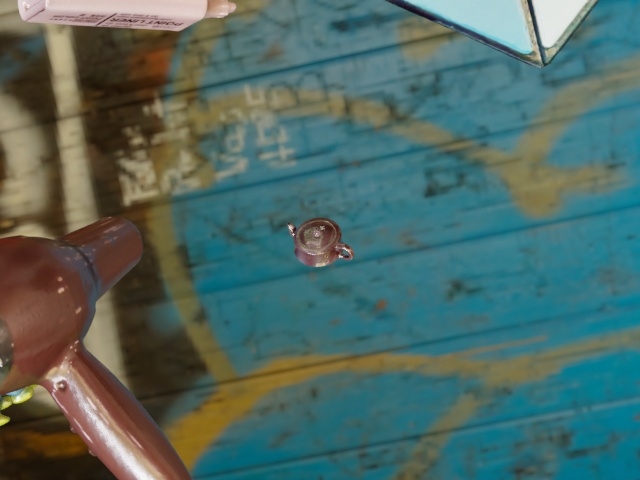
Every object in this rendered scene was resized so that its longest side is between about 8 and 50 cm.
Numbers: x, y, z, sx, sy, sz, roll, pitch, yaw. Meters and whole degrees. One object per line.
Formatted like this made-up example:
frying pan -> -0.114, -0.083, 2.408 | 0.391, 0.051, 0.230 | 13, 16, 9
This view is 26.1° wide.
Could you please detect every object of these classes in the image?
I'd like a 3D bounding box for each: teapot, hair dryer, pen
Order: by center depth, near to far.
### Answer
pen -> -0.142, -0.184, 1.083 | 0.197, 0.053, 0.032 | -8, -97, -42
hair dryer -> -0.172, 0.130, 1.209 | 0.340, 0.123, 0.312 | 49, -156, 4
teapot -> 0.000, 0.000, 1.825 | 0.068, 0.100, 0.045 | -55, -26, -31

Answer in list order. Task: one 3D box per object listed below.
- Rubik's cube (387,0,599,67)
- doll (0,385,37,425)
Rubik's cube -> 0.178, -0.359, 1.346 | 0.246, 0.248, 0.250 | -56, 20, 37
doll -> -0.439, 0.083, 1.717 | 0.346, 0.099, 0.341 | 49, -160, -52
